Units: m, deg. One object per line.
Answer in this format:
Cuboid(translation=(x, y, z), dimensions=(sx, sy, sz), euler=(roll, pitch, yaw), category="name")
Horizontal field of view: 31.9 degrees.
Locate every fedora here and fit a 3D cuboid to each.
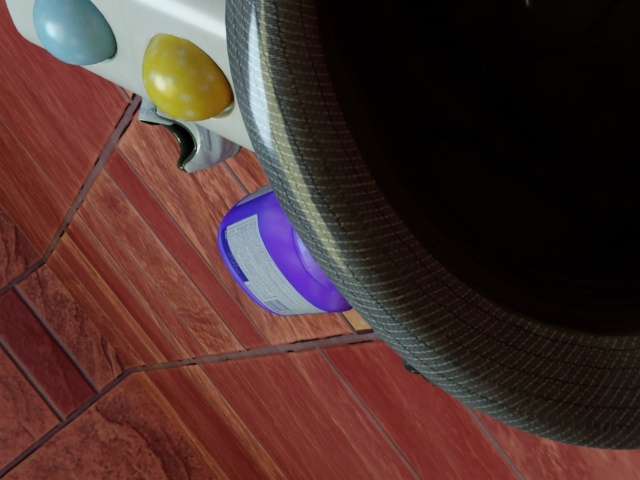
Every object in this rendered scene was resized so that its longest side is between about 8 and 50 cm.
Cuboid(translation=(0.096, -0.076, 0.404), dimensions=(0.275, 0.243, 0.124), euler=(53, -169, -14), category="fedora")

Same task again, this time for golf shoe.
Cuboid(translation=(-0.125, -0.138, 0.944), dimensions=(0.176, 0.086, 0.069), euler=(59, 162, -18), category="golf shoe")

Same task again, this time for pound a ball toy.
Cuboid(translation=(-0.026, -0.086, 0.643), dimensions=(0.319, 0.136, 0.208), euler=(28, 150, 19), category="pound a ball toy")

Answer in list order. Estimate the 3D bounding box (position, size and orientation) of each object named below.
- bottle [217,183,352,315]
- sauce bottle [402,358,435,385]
Cuboid(translation=(0.000, 0.000, 0.899), dimensions=(0.118, 0.092, 0.283), euler=(53, 161, -7), category="bottle")
Cuboid(translation=(0.107, 0.102, 0.926), dimensions=(0.042, 0.042, 0.128), euler=(56, 163, -14), category="sauce bottle")
